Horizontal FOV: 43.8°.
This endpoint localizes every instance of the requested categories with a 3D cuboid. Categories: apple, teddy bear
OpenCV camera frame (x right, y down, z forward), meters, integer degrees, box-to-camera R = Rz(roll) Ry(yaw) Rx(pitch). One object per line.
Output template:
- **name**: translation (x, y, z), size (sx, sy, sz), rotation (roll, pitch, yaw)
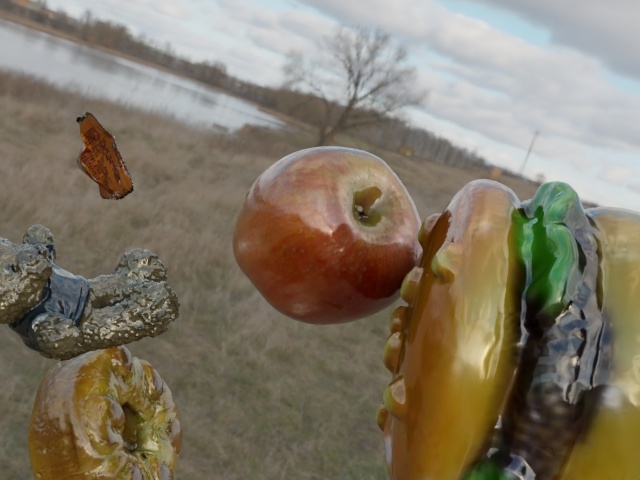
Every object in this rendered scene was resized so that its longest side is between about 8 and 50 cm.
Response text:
- **apple**: translation (0.000, 0.000, 1.057), size (0.242, 0.242, 0.241), rotation (13, -31, -33)
- **teddy bear**: translation (-0.283, 0.070, 0.880), size (0.251, 0.129, 0.182), rotation (16, 16, -35)

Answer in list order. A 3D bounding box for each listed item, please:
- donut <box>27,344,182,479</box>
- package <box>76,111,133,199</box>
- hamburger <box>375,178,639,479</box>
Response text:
- **donut**: translation (-0.262, 0.242, 0.986), size (0.114, 0.226, 0.226), rotation (-15, 1, 13)
- **package**: translation (-0.199, -0.071, 0.716), size (0.033, 0.077, 0.111), rotation (-12, 1, -22)
- **hamburger**: translation (0.207, 0.138, 0.867), size (0.278, 0.395, 0.396), rotation (12, 8, 6)
